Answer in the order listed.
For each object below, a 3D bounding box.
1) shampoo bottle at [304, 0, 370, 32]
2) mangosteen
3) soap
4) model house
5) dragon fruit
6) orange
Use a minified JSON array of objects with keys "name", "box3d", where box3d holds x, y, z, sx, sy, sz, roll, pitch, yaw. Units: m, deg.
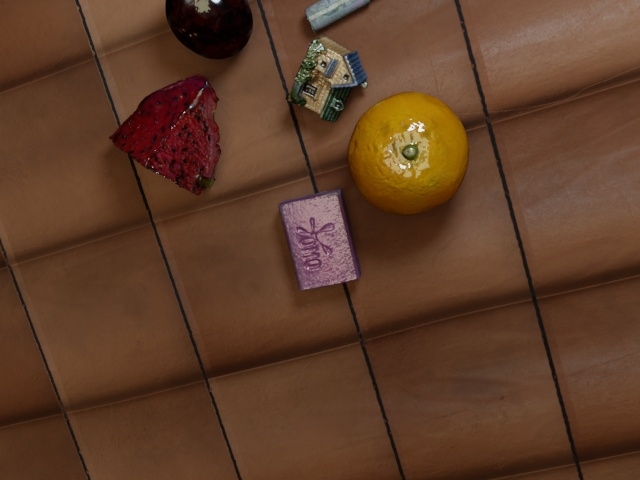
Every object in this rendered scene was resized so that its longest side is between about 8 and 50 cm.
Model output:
[{"name":"shampoo bottle","box3d":[0.065,-0.624,1.734,0.214,0.072,0.072,-25,96,13]},{"name":"mangosteen","box3d":[-0.266,-0.608,1.727,0.235,0.235,0.261,39,71,0]},{"name":"soap","box3d":[0.000,0.000,1.858,0.181,0.081,0.260,-11,99,11]},{"name":"model house","box3d":[0.030,-0.413,1.738,0.172,0.166,0.183,29,115,-1]},{"name":"dragon fruit","box3d":[-0.375,-0.286,1.784,0.302,0.240,0.330,33,112,-18]},{"name":"orange","box3d":[0.220,-0.216,1.675,0.311,0.312,0.312,2,101,9]}]
